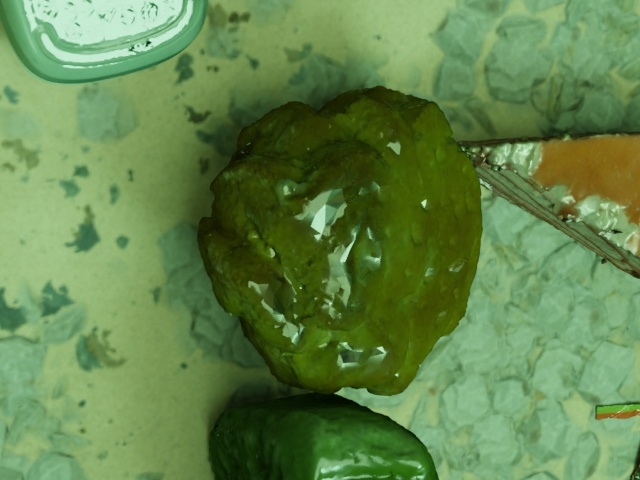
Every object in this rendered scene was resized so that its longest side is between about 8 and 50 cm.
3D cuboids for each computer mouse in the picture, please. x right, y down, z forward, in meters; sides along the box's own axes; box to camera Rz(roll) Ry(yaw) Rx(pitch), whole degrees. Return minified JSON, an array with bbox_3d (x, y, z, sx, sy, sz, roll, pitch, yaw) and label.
[{"bbox_3d":[-0.169,-0.254,1.154,0.159,0.097,0.288,-18,121,-20],"label":"computer mouse"}]

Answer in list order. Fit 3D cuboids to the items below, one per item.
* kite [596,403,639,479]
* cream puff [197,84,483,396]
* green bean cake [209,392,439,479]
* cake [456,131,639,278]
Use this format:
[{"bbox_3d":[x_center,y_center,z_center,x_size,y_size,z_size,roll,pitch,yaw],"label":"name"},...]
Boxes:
[{"bbox_3d":[0.320,0.159,1.518,0.159,0.010,0.190,11,97,-24],"label":"kite"},{"bbox_3d":[0.015,0.001,1.241,0.244,0.196,0.244,-7,108,-22],"label":"cream puff"},{"bbox_3d":[0.009,0.226,1.250,0.124,0.248,0.222,-9,86,-22],"label":"green bean cake"},{"bbox_3d":[0.211,-0.040,1.367,0.287,0.098,0.135,7,103,-28],"label":"cake"}]
